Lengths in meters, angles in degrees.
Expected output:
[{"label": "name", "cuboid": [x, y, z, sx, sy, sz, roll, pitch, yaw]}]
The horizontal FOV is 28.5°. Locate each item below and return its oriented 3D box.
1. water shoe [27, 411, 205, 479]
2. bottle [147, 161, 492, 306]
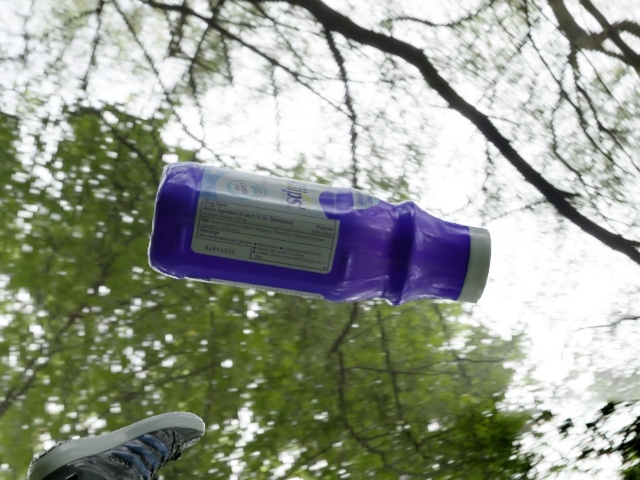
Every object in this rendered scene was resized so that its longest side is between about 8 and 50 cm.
[{"label": "water shoe", "cuboid": [-0.191, 0.228, 1.233, 0.073, 0.203, 0.080, -45, -114, 41]}, {"label": "bottle", "cuboid": [0.000, 0.000, 1.061, 0.283, 0.118, 0.092, 9, -73, -4]}]
